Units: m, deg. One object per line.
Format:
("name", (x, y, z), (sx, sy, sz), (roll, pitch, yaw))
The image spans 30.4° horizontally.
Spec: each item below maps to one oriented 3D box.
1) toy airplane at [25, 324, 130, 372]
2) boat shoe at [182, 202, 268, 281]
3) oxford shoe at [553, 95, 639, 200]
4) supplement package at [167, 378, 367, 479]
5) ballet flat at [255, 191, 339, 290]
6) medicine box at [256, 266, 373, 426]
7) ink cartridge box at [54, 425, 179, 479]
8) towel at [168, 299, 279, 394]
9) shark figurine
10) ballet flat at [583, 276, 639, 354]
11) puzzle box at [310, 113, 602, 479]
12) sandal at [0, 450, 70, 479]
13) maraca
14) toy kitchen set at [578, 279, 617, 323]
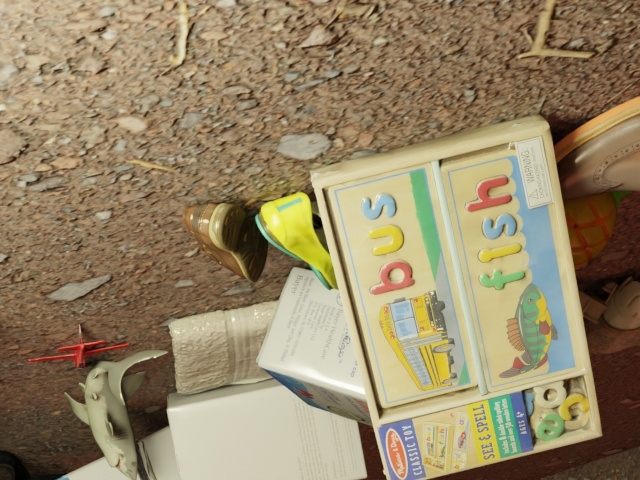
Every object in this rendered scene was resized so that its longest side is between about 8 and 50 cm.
("toy airplane", (-0.338, 0.158, 1.664), (0.151, 0.028, 0.151), (-13, 158, -5))
("boat shoe", (-0.109, -0.002, 1.387), (0.060, 0.064, 0.178), (13, 163, 20))
("oxford shoe", (0.427, -0.096, 1.353), (0.363, 0.133, 0.130), (-16, 157, 7))
("supplement package", (-0.092, 0.315, 1.915), (0.292, 0.178, 0.175), (-10, -178, -7))
("ballet flat", (0.000, 0.000, 1.432), (0.077, 0.077, 0.231), (-35, 152, 7))
("medicine box", (0.098, 0.175, 1.630), (0.289, 0.149, 0.263), (16, 165, 20))
("ink cartridge box", (-0.371, 0.472, 2.044), (0.395, 0.166, 0.285), (-21, 168, -41))
("towel", (-0.132, 0.166, 1.772), (0.187, 0.049, 0.282), (-10, 157, -9))
("shark figurine", (-0.304, 0.224, 1.791), (0.116, 0.166, 0.278), (-29, 149, -32))
("ballet flat", (0.554, 0.088, 1.921), (0.316, 0.108, 0.106), (-25, 141, 11))
("puzzle box", (0.163, 0.078, 1.368), (0.272, 0.409, 0.052), (-14, -159, 2))
("sandal", (-0.592, 0.436, 2.110), (0.167, 0.107, 0.446), (-17, 170, 7))
("maraca", (0.328, -0.035, 1.497), (0.127, 0.099, 0.186), (14, 122, -36))
("toy kitchen set", (0.433, 0.081, 1.915), (0.068, 0.075, 0.083), (-60, 180, 12))
